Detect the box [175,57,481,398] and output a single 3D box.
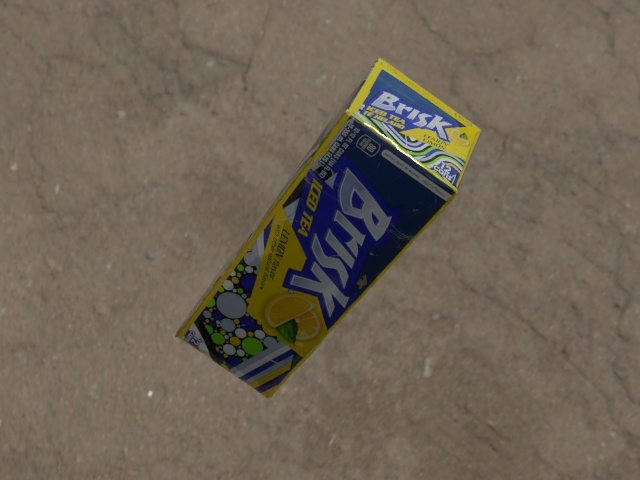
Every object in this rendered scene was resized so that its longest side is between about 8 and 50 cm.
[{"bbox_3d":[0.000,0.000,0.481,0.059,0.169,0.054,35,40,-5],"label":"box"}]
